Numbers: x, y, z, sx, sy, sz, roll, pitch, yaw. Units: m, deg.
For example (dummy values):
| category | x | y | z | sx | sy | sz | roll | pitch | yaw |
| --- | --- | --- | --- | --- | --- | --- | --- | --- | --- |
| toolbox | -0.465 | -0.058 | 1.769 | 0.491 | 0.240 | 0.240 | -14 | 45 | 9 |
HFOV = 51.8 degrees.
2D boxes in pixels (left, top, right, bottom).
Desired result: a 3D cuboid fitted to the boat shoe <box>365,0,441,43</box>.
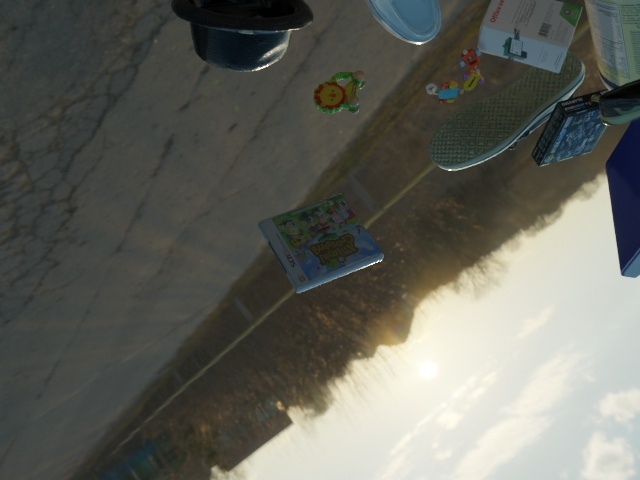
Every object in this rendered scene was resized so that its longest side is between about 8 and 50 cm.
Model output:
| category | x | y | z | sx | sy | sz | roll | pitch | yaw |
| --- | --- | --- | --- | --- | --- | --- | --- | --- | --- |
| boat shoe | 0.092 | -0.363 | 0.872 | 0.095 | 0.258 | 0.084 | -41 | -147 | 5 |

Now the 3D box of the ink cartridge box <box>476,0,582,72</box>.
| category | x | y | z | sx | sy | sz | roll | pitch | yaw |
| --- | --- | --- | --- | --- | --- | --- | --- | --- | --- |
| ink cartridge box | 0.526 | -0.537 | 1.671 | 0.092 | 0.220 | 0.160 | 86 | 28 | -60 |

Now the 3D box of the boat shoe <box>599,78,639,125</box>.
| category | x | y | z | sx | sy | sz | roll | pitch | yaw |
| --- | --- | --- | --- | --- | --- | --- | --- | --- | --- |
| boat shoe | 0.473 | -0.213 | 0.933 | 0.152 | 0.049 | 0.056 | -25 | -139 | 14 |

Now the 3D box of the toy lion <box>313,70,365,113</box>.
| category | x | y | z | sx | sy | sz | roll | pitch | yaw |
| --- | --- | --- | --- | --- | --- | --- | --- | --- | --- |
| toy lion | 0.036 | -0.298 | 1.329 | 0.034 | 0.096 | 0.100 | 81 | 21 | -65 |

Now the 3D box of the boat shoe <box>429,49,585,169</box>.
| category | x | y | z | sx | sy | sz | roll | pitch | yaw |
| --- | --- | --- | --- | --- | --- | --- | --- | --- | --- |
| boat shoe | 0.553 | -0.365 | 1.956 | 0.500 | 0.186 | 0.156 | -36 | 159 | 9 |

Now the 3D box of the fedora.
| category | x | y | z | sx | sy | sz | roll | pitch | yaw |
| --- | --- | --- | --- | --- | --- | --- | --- | --- | --- |
| fedora | -0.189 | -0.505 | 1.584 | 0.334 | 0.334 | 0.152 | -31 | 144 | -41 |

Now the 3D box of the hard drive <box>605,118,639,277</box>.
| category | x | y | z | sx | sy | sz | roll | pitch | yaw |
| --- | --- | --- | --- | --- | --- | --- | --- | --- | --- |
| hard drive | 0.674 | -0.110 | 1.386 | 0.210 | 0.040 | 0.318 | 98 | 3 | -53 |

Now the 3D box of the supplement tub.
| category | x | y | z | sx | sy | sz | roll | pitch | yaw |
| --- | --- | --- | --- | --- | --- | --- | --- | --- | --- |
| supplement tub | 0.561 | -0.413 | 1.085 | 0.235 | 0.235 | 0.324 | -36 | 131 | -1 |

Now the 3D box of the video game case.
| category | x | y | z | sx | sy | sz | roll | pitch | yaw |
| --- | --- | --- | --- | --- | --- | --- | --- | --- | --- |
| video game case | 0.000 | 0.000 | 1.440 | 0.213 | 0.193 | 0.023 | -20 | 150 | -21 |

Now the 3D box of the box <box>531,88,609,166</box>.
| category | x | y | z | sx | sy | sz | roll | pitch | yaw |
| --- | --- | --- | --- | --- | --- | --- | --- | --- | --- |
| box | 0.689 | -0.302 | 1.782 | 0.175 | 0.051 | 0.220 | -16 | 151 | -11 |

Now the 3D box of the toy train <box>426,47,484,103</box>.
| category | x | y | z | sx | sy | sz | roll | pitch | yaw |
| --- | --- | --- | --- | --- | --- | --- | --- | --- | --- |
| toy train | 0.359 | -0.437 | 1.737 | 0.166 | 0.046 | 0.125 | -35 | 136 | 24 |
